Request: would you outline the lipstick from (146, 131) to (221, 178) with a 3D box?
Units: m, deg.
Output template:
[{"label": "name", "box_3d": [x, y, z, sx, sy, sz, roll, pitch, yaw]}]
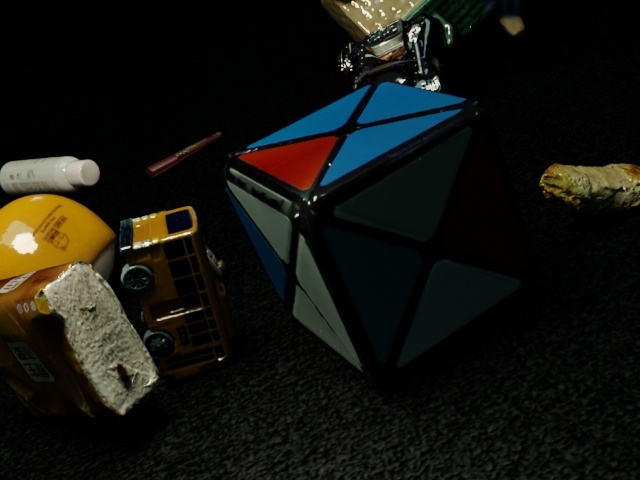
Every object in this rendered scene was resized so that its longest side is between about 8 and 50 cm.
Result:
[{"label": "lipstick", "box_3d": [-0.278, -0.179, 1.826, 0.176, 0.027, 0.027, -33, 29, -26]}]

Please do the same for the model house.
[{"label": "model house", "box_3d": [0.223, -0.501, 1.708, 0.382, 0.342, 0.334, -41, -9, 4]}]

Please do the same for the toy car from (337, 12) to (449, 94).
[{"label": "toy car", "box_3d": [0.128, -0.259, 1.521, 0.193, 0.118, 0.301, -13, 51, 17]}]

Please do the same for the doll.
[{"label": "doll", "box_3d": [-0.426, 0.049, 1.350, 0.213, 0.213, 0.236, -51, -2, -45]}]

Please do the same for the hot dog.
[{"label": "hot dog", "box_3d": [0.345, -0.061, 1.108, 0.169, 0.061, 0.078, 1, 31, -14]}]

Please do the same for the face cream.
[{"label": "face cream", "box_3d": [-0.583, -0.140, 1.913, 0.269, 0.082, 0.082, -1, 33, 35]}]

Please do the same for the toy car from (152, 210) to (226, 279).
[{"label": "toy car", "box_3d": [-0.221, 0.036, 1.309, 0.112, 0.112, 0.139, -47, 43, -15]}]

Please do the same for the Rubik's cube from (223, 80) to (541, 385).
[{"label": "Rubik's cube", "box_3d": [0.066, -0.020, 1.033, 0.248, 0.250, 0.246, -31, 28, -15]}]

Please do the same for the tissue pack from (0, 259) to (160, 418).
[{"label": "tissue pack", "box_3d": [-0.315, 0.123, 1.068, 0.226, 0.183, 0.092, -11, 26, 47]}]

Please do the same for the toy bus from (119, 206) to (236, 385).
[{"label": "toy bus", "box_3d": [-0.177, 0.068, 1.104, 0.114, 0.200, 0.098, -15, 25, -6]}]

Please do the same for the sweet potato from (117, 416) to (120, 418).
[{"label": "sweet potato", "box_3d": [-0.255, 0.196, 1.110, 0.026, 0.026, 0.115, -23, 22, -3]}]
